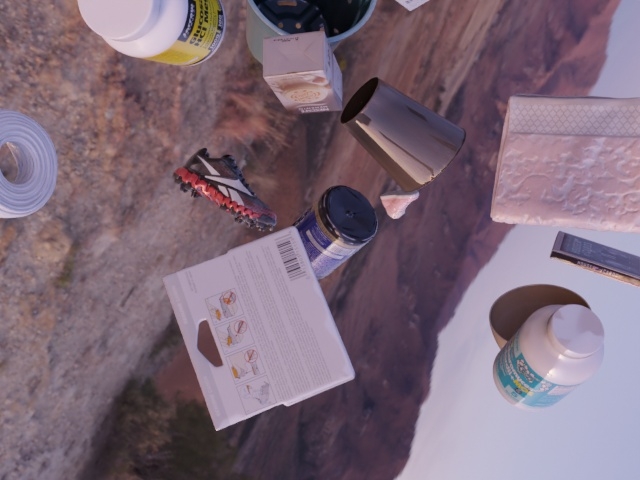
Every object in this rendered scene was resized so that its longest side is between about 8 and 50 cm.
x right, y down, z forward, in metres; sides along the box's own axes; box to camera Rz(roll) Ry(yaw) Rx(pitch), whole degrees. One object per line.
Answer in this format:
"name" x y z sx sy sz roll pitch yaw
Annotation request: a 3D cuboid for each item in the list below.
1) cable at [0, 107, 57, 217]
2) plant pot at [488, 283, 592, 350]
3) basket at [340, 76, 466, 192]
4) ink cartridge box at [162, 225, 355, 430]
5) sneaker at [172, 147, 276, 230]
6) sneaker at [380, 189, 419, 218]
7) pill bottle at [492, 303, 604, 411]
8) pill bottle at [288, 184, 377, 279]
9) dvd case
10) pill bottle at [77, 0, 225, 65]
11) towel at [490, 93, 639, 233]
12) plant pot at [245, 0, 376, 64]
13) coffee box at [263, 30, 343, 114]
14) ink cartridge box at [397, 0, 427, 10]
"cable" -0.725 -0.180 1.612 0.257 0.089 0.257 46 48 -53
"plant pot" 0.648 0.289 2.050 0.284 0.284 0.190 -54 139 -44
"basket" 0.168 -0.241 1.549 0.204 0.227 0.154 -38 -154 39
"ink cartridge box" -0.102 0.144 1.162 0.239 0.275 0.060 -21 168 -4
"sneaker" -0.211 -0.128 1.671 0.135 0.276 0.097 -58 174 -10
"sneaker" 0.217 -0.095 1.844 0.051 0.070 0.134 -26 -166 -33
"pill bottle" 0.420 0.210 1.281 0.146 0.146 0.264 -58 169 -28
"pill bottle" 0.000 0.000 1.326 0.219 0.123 0.122 -42 -171 45
"dvd case" 0.704 0.047 1.750 0.179 0.239 0.029 -36 143 -62
"pill bottle" -0.320 -0.443 1.353 0.187 0.188 0.334 -66 174 14
"towel" 0.579 -0.183 1.613 0.053 0.332 0.316 26 71 -68
"plant pot" -0.056 -0.611 1.841 0.341 0.341 0.334 -61 -174 -13
"coffee box" -0.034 -0.384 1.632 0.246 0.141 0.098 38 50 -75
"ink cartridge box" 0.176 -0.545 1.343 0.128 0.127 0.176 -24 175 24
